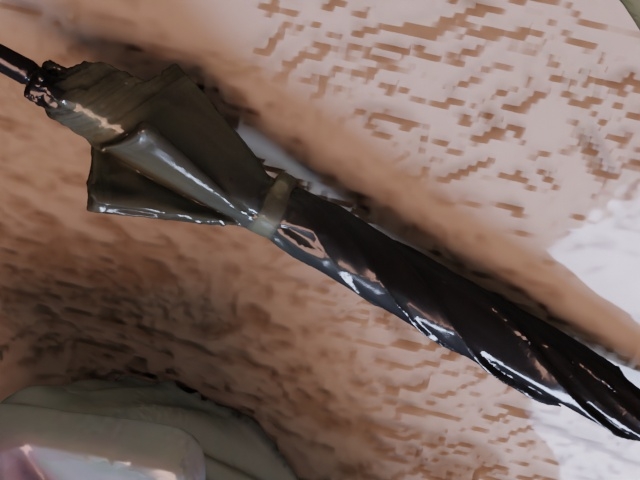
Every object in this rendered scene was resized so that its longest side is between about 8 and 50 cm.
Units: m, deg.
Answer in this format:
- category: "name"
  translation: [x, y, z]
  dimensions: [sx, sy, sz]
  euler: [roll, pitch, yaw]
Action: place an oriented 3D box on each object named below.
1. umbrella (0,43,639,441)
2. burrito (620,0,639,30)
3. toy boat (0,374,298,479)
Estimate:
- category: "umbrella"
  translation: [-0.003, 0.004, 0.491]
  dimensions: [0.269, 0.044, 0.044]
  euler: [34, 163, -11]
- category: "burrito"
  translation: [0.145, -0.045, 0.357]
  dimensions: [0.175, 0.107, 0.348]
  euler: [-28, 120, 18]
- category: "toy boat"
  translation: [-0.049, 0.143, 0.588]
  dimensions: [0.199, 0.100, 0.290]
  euler: [2, 132, 16]
